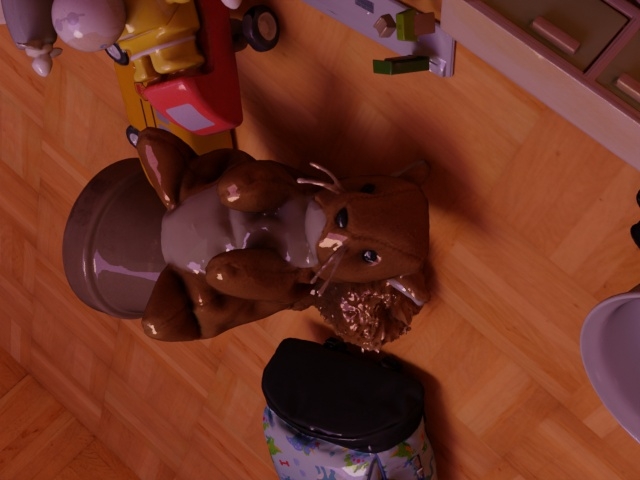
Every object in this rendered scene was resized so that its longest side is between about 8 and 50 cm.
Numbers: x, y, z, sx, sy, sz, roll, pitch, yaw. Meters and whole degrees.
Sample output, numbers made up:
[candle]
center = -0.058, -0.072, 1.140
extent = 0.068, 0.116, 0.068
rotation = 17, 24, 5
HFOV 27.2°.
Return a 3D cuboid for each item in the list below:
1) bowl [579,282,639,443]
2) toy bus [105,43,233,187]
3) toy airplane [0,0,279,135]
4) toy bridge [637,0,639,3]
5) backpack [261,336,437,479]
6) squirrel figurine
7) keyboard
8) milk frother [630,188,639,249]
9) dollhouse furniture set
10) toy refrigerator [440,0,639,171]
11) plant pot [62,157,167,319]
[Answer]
[bowl]
center = 0.441, 0.132, 1.424
extent = 0.298, 0.134, 0.298
rotation = 33, 149, 23
[toy bus]
center = -0.211, -0.201, 1.905
extent = 0.130, 0.108, 0.333
rotation = 31, 148, 27
[toy airplane]
center = -0.232, -0.332, 1.583
extent = 0.384, 0.272, 0.386
rotation = 31, 134, 9
[toy bridge]
center = 0.318, -0.238, 1.223
extent = 0.188, 0.026, 0.063
rotation = 42, 153, 8
[backpack]
center = 0.057, 0.365, 2.170
extent = 0.290, 0.273, 0.355
rotation = 18, 154, 32
[squirrel figurine]
center = 0.000, 0.000, 1.764
extent = 0.370, 0.281, 0.397
rotation = -9, 162, 30
[keyboard]
center = 0.053, -0.273, 1.558
extent = 0.256, 0.014, 0.072
rotation = 32, 144, 24
[milk frother]
center = 0.380, -0.052, 1.319
extent = 0.135, 0.129, 0.143
rotation = -56, 44, 27
[dollhouse furniture set]
center = 0.090, -0.265, 1.489
extent = 0.076, 0.058, 0.152
rotation = 14, 112, 51
[toy refrigerator]
center = 0.253, -0.186, 1.279
extent = 0.269, 0.102, 0.094
rotation = 39, 166, 14
[plant pot]
center = -0.233, 0.016, 2.071
extent = 0.229, 0.263, 0.263
rotation = 16, 140, 37
